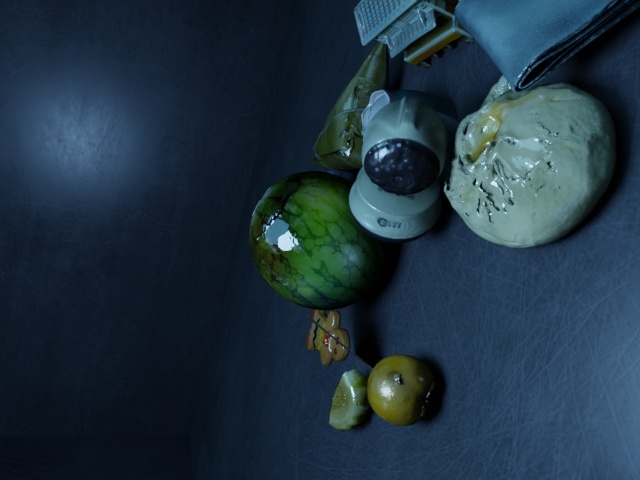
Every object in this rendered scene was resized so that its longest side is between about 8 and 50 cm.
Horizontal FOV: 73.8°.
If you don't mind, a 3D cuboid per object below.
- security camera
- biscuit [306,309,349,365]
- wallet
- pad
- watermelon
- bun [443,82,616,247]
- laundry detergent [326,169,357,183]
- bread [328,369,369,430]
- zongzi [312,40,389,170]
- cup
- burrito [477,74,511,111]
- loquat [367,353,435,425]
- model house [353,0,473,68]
[{"bbox_3d":[0.158,-0.140,0.831,0.277,0.196,0.191,90,-163,-54],"label":"security camera"},{"bbox_3d":[0.017,0.288,1.287,0.250,0.036,0.166,-163,84,-66],"label":"biscuit"},{"bbox_3d":[0.373,-0.393,0.654,0.290,0.054,0.252,-36,45,25],"label":"wallet"},{"bbox_3d":[0.031,0.238,1.031,0.009,0.265,0.159,-51,21,-10],"label":"pad"},{"bbox_3d":[0.000,0.000,1.074,0.363,0.362,0.364,-39,45,55],"label":"watermelon"},{"bbox_3d":[0.307,-0.126,0.688,0.287,0.146,0.288,-33,52,56],"label":"bun"},{"bbox_3d":[0.043,-0.064,1.296,0.143,0.094,0.291,-168,86,-77],"label":"laundry detergent"},{"bbox_3d":[0.081,0.394,1.040,0.094,0.082,0.157,6,87,63],"label":"bread"},{"bbox_3d":[0.090,-0.386,1.254,0.323,0.159,0.362,-163,81,-66],"label":"zongzi"},{"bbox_3d":[0.191,-0.266,0.974,0.299,0.173,0.168,29,105,66],"label":"cup"},{"bbox_3d":[0.318,-0.235,0.827,0.045,0.058,0.188,51,129,29],"label":"burrito"},{"bbox_3d":[0.159,0.294,0.850,0.141,0.140,0.141,-39,45,55],"label":"loquat"},{"bbox_3d":[0.220,-0.543,0.979,0.224,0.215,0.199,1,79,66],"label":"model house"}]
